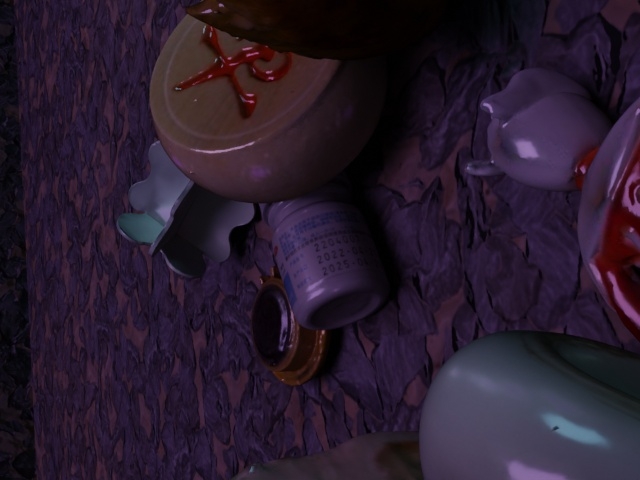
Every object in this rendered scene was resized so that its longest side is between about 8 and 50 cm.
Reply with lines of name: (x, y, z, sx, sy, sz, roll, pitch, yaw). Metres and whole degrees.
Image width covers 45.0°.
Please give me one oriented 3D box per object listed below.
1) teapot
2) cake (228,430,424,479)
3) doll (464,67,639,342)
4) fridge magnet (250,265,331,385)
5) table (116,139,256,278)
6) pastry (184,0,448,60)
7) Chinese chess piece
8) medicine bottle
teapot: (0.188, 0.158, 0.368, 0.318, 0.220, 0.149, 28, 106, 44)
cake: (0.062, 0.320, 0.516, 0.293, 0.306, 0.314, 47, 127, 50)
doll: (0.227, -0.006, 0.463, 0.384, 0.099, 0.188, 45, 134, 43)
fridge magnet: (-0.036, 0.097, 0.900, 0.143, 0.063, 0.143, -10, 79, 56)
table: (-0.156, -0.077, 1.019, 0.198, 0.166, 0.167, -55, 45, 31)
pastry: (-0.005, -0.298, 0.580, 0.163, 0.356, 0.356, -1, 88, 39)
Chinese chess piece: (-0.055, -0.161, 0.786, 0.250, 0.097, 0.251, -11, 61, 20)
medicine bottle: (0.000, 0.000, 0.806, 0.105, 0.105, 0.168, -51, 49, 45)
